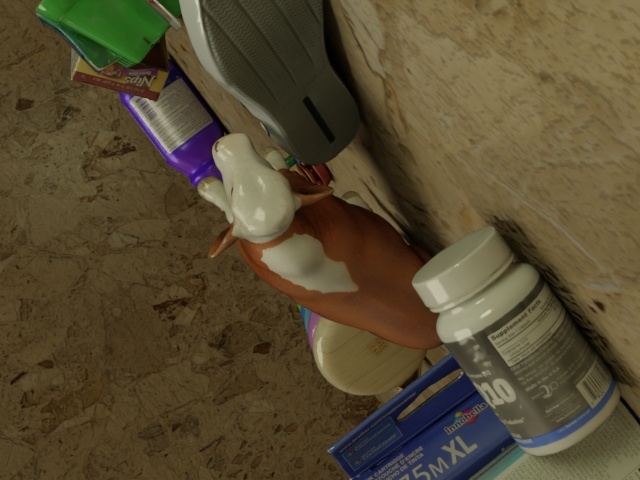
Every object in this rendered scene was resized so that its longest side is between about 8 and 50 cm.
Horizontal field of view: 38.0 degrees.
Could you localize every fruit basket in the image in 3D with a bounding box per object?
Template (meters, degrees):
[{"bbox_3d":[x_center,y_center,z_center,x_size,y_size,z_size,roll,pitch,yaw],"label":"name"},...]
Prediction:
[{"bbox_3d":[-0.298,-0.319,0.947,0.353,0.165,0.327,34,179,-18],"label":"fruit basket"}]

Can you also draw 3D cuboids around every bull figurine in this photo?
[{"bbox_3d":[0.000,0.000,0.793,0.310,0.101,0.188,36,-170,-36],"label":"bull figurine"}]

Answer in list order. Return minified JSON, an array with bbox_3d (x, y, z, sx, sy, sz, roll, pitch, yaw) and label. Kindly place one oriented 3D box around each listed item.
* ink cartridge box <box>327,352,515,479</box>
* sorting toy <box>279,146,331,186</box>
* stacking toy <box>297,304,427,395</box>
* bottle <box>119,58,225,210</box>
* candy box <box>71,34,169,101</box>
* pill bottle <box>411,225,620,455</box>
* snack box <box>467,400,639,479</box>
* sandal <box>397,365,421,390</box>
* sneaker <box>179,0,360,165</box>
[{"bbox_3d":[0.146,0.214,0.779,0.065,0.186,0.311,49,173,51],"label":"ink cartridge box"},{"bbox_3d":[-0.030,-0.092,1.020,0.102,0.042,0.061,54,174,-8],"label":"sorting toy"},{"bbox_3d":[0.022,0.058,1.193,0.141,0.141,0.330,56,180,-27],"label":"stacking toy"},{"bbox_3d":[-0.232,-0.183,1.636,0.283,0.118,0.092,52,173,-4],"label":"bottle"},{"bbox_3d":[-0.254,-0.260,1.167,0.109,0.053,0.186,11,-138,-26],"label":"candy box"},{"bbox_3d":[0.125,0.063,0.602,0.137,0.078,0.078,53,174,-5],"label":"pill bottle"},{"bbox_3d":[0.219,0.281,0.625,0.322,0.187,0.060,52,174,6],"label":"snack box"},{"bbox_3d":[0.106,0.180,1.333,0.079,0.088,0.240,55,172,39],"label":"sandal"},{"bbox_3d":[-0.048,-0.141,0.645,0.091,0.094,0.258,44,171,28],"label":"sneaker"}]
